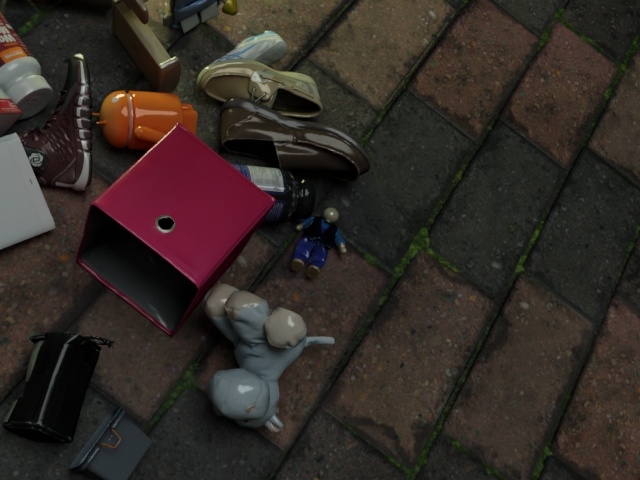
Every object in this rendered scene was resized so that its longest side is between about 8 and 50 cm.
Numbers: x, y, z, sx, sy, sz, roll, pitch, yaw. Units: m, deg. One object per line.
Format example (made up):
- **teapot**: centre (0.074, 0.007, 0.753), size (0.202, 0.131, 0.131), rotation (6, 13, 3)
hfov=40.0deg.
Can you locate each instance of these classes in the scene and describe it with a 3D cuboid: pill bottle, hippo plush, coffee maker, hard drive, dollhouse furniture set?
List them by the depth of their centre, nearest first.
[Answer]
- **coffee maker**: centre (-0.469, 0.260, 1.558), size (0.120, 0.171, 0.178), rotation (27, 57, -29)
- **hard drive**: centre (-0.674, -0.063, 1.646), size (0.307, 0.040, 0.203), rotation (-27, 100, -41)
- **hippo plush**: centre (-0.147, 0.235, 1.715), size (0.234, 0.294, 0.237), rotation (22, 81, 17)
- **pill bottle**: centre (-0.659, -0.367, 1.824), size (0.121, 0.121, 0.221), rotation (-33, 81, -33)
- **pill bottle**: centre (-0.127, -0.100, 1.919), size (0.219, 0.123, 0.123), rotation (4, 63, -22)
- **dollhouse furniture set**: centre (-0.283, -0.515, 1.965), size (0.303, 0.286, 0.198), rotation (-33, 81, -21)

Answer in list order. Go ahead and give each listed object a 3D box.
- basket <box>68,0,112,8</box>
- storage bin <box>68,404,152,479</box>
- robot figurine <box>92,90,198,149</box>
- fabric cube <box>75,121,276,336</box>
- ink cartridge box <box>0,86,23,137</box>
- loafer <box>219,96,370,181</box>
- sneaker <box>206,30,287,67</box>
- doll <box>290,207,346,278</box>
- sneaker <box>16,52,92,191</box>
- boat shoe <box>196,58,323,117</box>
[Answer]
- **basket**: centre (-0.569, -0.621, 1.981), size (0.226, 0.154, 0.205), rotation (13, 62, -21)
- **storage bin**: centre (-0.371, 0.381, 1.590), size (0.091, 0.098, 0.135), rotation (40, 55, -13)
- **robot figurine**: centre (-0.377, -0.257, 1.886), size (0.219, 0.128, 0.158), rotation (0, 65, -24)
- **fabric cube**: centre (-0.286, -0.019, 1.727), size (0.254, 0.259, 0.258), rotation (39, 56, 0)
- **ink cartridge box**: centre (-0.708, -0.272, 1.718), size (0.176, 0.128, 0.127), rotation (49, 16, 1)
- **loafer**: centre (-0.067, -0.200, 2.005), size (0.365, 0.134, 0.130), rotation (18, 63, -3)
- **sneaker**: centre (-0.188, -0.432, 2.097), size (0.237, 0.085, 0.086), rotation (-32, 54, -29)
- **doll**: centre (0.000, 0.000, 1.969), size (0.129, 0.046, 0.189), rotation (23, 51, 0)
- **sneaker**: centre (-0.547, -0.241, 1.782), size (0.162, 0.106, 0.282), rotation (0, 90, -14)
- **boat shoe**: centre (-0.135, -0.342, 2.040), size (0.302, 0.109, 0.098), rotation (5, 44, -27)
